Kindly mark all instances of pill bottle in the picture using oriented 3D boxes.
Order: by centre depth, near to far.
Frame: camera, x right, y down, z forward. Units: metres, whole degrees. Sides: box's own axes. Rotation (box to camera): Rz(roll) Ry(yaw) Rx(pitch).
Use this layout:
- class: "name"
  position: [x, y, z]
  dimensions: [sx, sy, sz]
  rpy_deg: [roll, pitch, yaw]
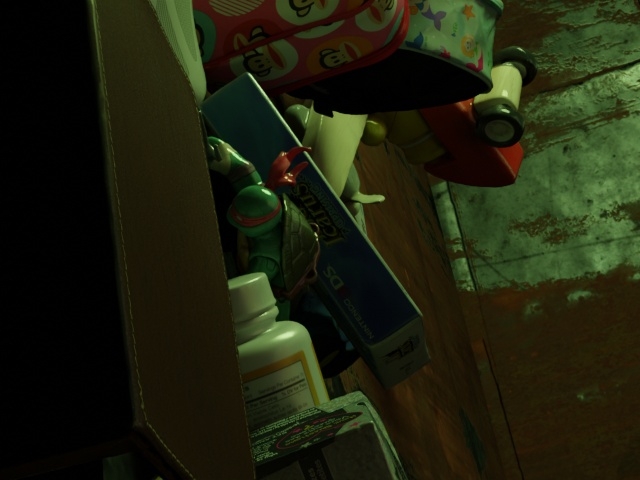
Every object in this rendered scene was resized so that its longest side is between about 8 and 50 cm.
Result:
- class: "pill bottle"
  position: [-0.048, 0.137, 1.172]
  dimensions: [0.117, 0.117, 0.215]
  rpy_deg: [-38, 112, -79]

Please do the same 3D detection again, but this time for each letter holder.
- class: "letter holder"
  position: [-0.138, 0.013, 0.794]
  dimensions: [0.214, 0.152, 0.301]
  rpy_deg: [61, 16, -59]

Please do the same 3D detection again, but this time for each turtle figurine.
- class: "turtle figurine"
  position: [-0.057, 0.014, 1.285]
  dimensions: [0.234, 0.118, 0.175]
  rpy_deg: [75, 26, -53]

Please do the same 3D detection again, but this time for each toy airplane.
- class: "toy airplane"
  position: [0.050, -0.213, 2.023]
  dimensions: [0.386, 0.272, 0.384]
  rpy_deg: [-9, 68, -44]

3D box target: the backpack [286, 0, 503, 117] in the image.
- class: "backpack"
  position: [0.067, -0.231, 1.722]
  dimensions: [0.225, 0.253, 0.191]
  rpy_deg: [18, 83, -40]

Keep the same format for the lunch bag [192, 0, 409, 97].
- class: "lunch bag"
  position: [-0.026, -0.296, 1.584]
  dimensions: [0.120, 0.258, 0.293]
  rpy_deg: [46, 30, -58]

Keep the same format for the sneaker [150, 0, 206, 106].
- class: "sneaker"
  position: [-0.106, -0.315, 1.175]
  dimensions: [0.169, 0.258, 0.447]
  rpy_deg: [-66, 139, -75]

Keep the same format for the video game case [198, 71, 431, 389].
- class: "video game case"
  position: [0.000, 0.000, 1.495]
  dimensions: [0.269, 0.061, 0.244]
  rpy_deg: [55, -2, 14]

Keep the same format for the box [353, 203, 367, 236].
- class: "box"
  position: [0.035, -0.049, 2.198]
  dimensions: [0.136, 0.028, 0.081]
  rpy_deg: [67, 12, -46]

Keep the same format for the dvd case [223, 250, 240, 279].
- class: "dvd case"
  position: [-0.083, 0.054, 1.414]
  dimensions: [0.119, 0.013, 0.087]
  rpy_deg: [-11, 84, -81]

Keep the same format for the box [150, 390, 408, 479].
- class: "box"
  position: [0.005, 0.245, 1.048]
  dimensions: [0.142, 0.163, 0.247]
  rpy_deg: [-117, -174, -86]

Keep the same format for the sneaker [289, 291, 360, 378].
- class: "sneaker"
  position: [-0.011, 0.095, 1.633]
  dimensions: [0.082, 0.069, 0.209]
  rpy_deg: [49, 12, 11]
